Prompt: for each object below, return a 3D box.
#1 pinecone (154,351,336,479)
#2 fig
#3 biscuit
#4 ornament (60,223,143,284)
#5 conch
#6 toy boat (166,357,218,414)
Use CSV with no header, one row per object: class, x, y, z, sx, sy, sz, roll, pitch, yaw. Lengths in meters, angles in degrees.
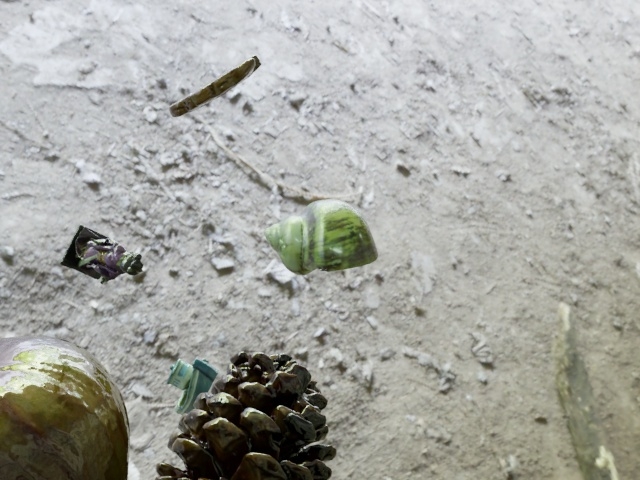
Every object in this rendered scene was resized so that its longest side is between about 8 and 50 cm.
pinecone,-0.084,0.275,0.814,0.224,0.224,0.272,38,45,-10
fig,-0.246,0.244,0.638,0.321,0.217,0.217,52,41,-26
biscuit,-0.107,-0.178,0.718,0.019,0.119,0.130,59,28,-18
ornament,-0.369,0.037,1.103,0.088,0.203,0.081,31,80,-41
conch,-0.002,-0.002,1.169,0.187,0.181,0.124,-109,176,-73
toy boat,-0.296,0.318,1.429,0.102,0.215,0.088,27,49,-6
